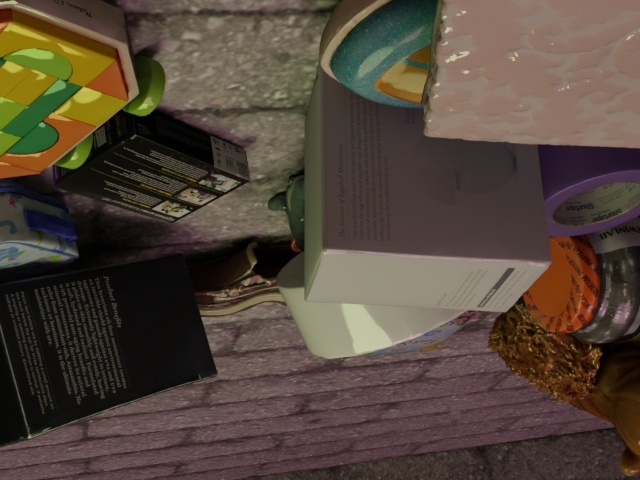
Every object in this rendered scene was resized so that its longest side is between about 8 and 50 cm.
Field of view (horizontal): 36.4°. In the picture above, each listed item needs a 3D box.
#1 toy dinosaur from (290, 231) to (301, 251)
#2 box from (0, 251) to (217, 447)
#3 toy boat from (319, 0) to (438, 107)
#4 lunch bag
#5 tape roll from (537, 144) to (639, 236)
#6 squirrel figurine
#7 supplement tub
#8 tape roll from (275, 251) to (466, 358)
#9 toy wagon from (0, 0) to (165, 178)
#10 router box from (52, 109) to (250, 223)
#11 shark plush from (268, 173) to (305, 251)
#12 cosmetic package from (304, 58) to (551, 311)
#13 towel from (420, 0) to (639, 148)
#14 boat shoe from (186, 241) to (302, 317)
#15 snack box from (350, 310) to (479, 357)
[{"bbox_3d":[0.000,0.000,1.335,0.082,0.090,0.047,-36,158,-36],"label":"toy dinosaur"},{"bbox_3d":[-0.349,0.148,1.234,0.296,0.182,0.294,-20,174,38],"label":"box"},{"bbox_3d":[0.121,-0.203,0.830,0.267,0.148,0.318,-14,157,6],"label":"toy boat"},{"bbox_3d":[-0.375,0.000,1.076,0.176,0.090,0.219,-16,172,7],"label":"lunch bag"},{"bbox_3d":[0.360,-0.080,1.300,0.189,0.080,0.189,-9,156,-4],"label":"tape roll"},{"bbox_3d":[0.481,0.229,1.670,0.397,0.370,0.281,17,113,-8],"label":"squirrel figurine"},{"bbox_3d":[0.493,0.049,1.492,0.338,0.207,0.207,-2,155,-22],"label":"supplement tub"},{"bbox_3d":[0.091,0.033,1.214,0.286,0.100,0.286,-25,-169,5],"label":"tape roll"},{"bbox_3d":[-0.323,-0.125,0.901,0.344,0.068,0.267,-30,150,35],"label":"toy wagon"},{"bbox_3d":[-0.187,-0.081,1.089,0.133,0.046,0.179,-26,152,30],"label":"router box"},{"bbox_3d":[-0.008,-0.047,1.219,0.073,0.067,0.161,0,154,-24],"label":"shark plush"},{"bbox_3d":[0.099,-0.055,1.015,0.225,0.224,0.138,4,154,-9],"label":"cosmetic package"},{"bbox_3d":[0.236,-0.149,0.685,0.317,0.053,0.332,2,164,2],"label":"towel"},{"bbox_3d":[-0.103,0.040,1.373,0.257,0.095,0.095,-6,132,-10],"label":"boat shoe"},{"bbox_3d":[0.157,0.137,1.704,0.174,0.070,0.207,-3,157,-20],"label":"snack box"}]
